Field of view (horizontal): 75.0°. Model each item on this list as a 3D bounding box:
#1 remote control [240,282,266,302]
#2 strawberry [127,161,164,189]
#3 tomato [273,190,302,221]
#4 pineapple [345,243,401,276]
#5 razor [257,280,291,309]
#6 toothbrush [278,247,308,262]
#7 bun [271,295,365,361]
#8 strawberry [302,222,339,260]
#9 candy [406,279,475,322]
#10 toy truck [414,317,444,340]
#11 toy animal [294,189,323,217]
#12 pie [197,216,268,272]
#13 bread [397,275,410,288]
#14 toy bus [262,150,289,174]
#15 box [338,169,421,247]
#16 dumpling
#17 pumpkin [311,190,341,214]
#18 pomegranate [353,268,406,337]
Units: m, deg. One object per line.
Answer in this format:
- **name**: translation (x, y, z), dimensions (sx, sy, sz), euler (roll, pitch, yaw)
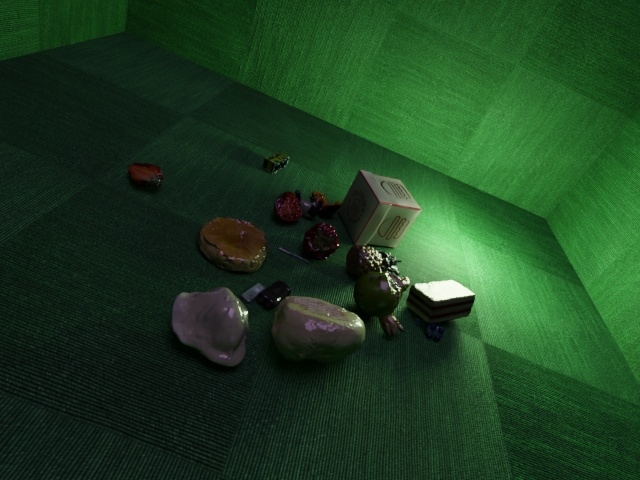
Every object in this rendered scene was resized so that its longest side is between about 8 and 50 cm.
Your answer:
- **remote control**: translation (-0.277, 0.216, 1.726), dimensions (0.053, 0.017, 0.124), euler (34, 35, 14)
- **strawberry**: translation (-0.833, -0.302, 2.000), dimensions (0.192, 0.085, 0.140), euler (1, 53, 0)
- **tomato**: translation (-0.191, -0.169, 2.222), dimensions (0.174, 0.082, 0.166), euler (-21, 89, -45)
- **pineapple**: translation (0.292, 0.115, 2.122), dimensions (0.341, 0.169, 0.169), euler (10, 37, -33)
- **razor**: translation (-0.191, 0.225, 1.736), dimensions (0.090, 0.054, 0.148), euler (36, 34, 14)
- **toothbrush**: translation (-0.130, 0.071, 2.020), dimensions (0.162, 0.014, 0.017), euler (25, 15, 1)
- **bun**: translation (-0.021, 0.343, 1.555), dimensions (0.361, 0.212, 0.361), euler (14, 7, -2)
- **strawberry**: translation (0.000, 0.000, 2.070), dimensions (0.185, 0.186, 0.201), euler (-2, 9, -1)
- **candy**: translation (0.589, 0.296, 2.042), dimensions (0.321, 0.135, 0.179), euler (-3, 23, -33)
- **toy truck**: translation (0.505, 0.409, 1.940), dimensions (0.136, 0.063, 0.074), euler (23, 17, 0)
- **toy animal**: translation (-0.106, -0.206, 2.318), dimensions (0.225, 0.121, 0.094), euler (24, 3, -4)
- **pie**: translation (-0.388, 0.008, 1.876), dimensions (0.340, 0.083, 0.339), euler (15, 37, -12)
- **bread**: translation (0.401, 0.221, 2.121), dimensions (0.113, 0.060, 0.082), euler (10, 37, -19)
- **toy bus**: translation (-0.279, -0.489, 2.604), dimensions (0.101, 0.088, 0.175), euler (32, 36, 11)
- **box**: translation (0.327, -0.172, 2.376), dimensions (0.300, 0.312, 0.314), euler (7, 39, -28)
- **dumpling**: translation (-0.377, 0.276, 1.430), dimensions (0.243, 0.187, 0.318), euler (2, 43, -36)
- **pumpkin**: translation (0.022, -0.202, 2.400), dimensions (0.184, 0.107, 0.119), euler (31, 26, 21)
- **pomegranate**: translation (0.271, 0.279, 1.854), dimensions (0.236, 0.236, 0.301), euler (-9, 80, -40)
